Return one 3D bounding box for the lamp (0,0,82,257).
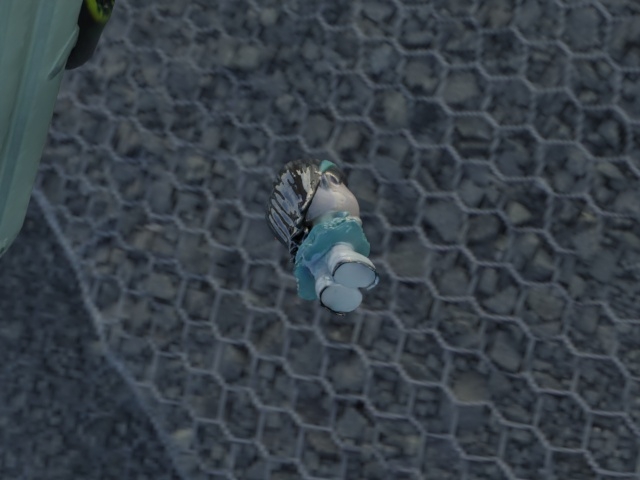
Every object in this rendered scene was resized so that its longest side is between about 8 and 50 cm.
[{"bbox_3d":[-0.171,0.003,0.427,0.047,0.266,0.269,39,146,6],"label":"lamp"}]

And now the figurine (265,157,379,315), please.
[{"bbox_3d":[0.000,0.000,0.779,0.106,0.047,0.060,-113,29,-55],"label":"figurine"}]

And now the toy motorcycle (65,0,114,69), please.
[{"bbox_3d":[-0.114,-0.238,0.816,0.142,0.342,0.206,8,117,8],"label":"toy motorcycle"}]
